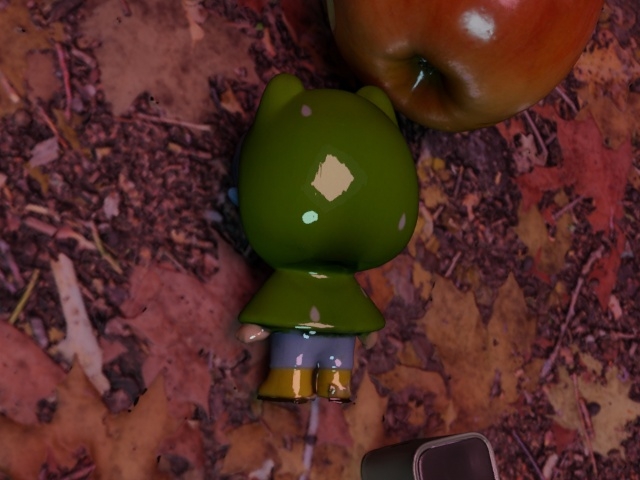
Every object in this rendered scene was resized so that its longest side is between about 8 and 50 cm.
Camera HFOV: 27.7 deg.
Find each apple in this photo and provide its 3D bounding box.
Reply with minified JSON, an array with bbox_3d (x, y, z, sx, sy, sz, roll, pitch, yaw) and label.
[{"bbox_3d":[0.119,-0.227,1.116,0.242,0.242,0.241,24,69,-23],"label":"apple"}]

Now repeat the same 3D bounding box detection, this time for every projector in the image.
[{"bbox_3d":[0.093,0.207,1.083,0.083,0.082,0.083,-7,82,-31],"label":"projector"}]

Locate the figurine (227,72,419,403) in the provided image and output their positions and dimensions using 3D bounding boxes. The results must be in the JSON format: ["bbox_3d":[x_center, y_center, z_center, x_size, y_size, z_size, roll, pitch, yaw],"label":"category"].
[{"bbox_3d":[0.000,0.000,1.055,0.162,0.143,0.263,5,87,-23],"label":"figurine"}]
